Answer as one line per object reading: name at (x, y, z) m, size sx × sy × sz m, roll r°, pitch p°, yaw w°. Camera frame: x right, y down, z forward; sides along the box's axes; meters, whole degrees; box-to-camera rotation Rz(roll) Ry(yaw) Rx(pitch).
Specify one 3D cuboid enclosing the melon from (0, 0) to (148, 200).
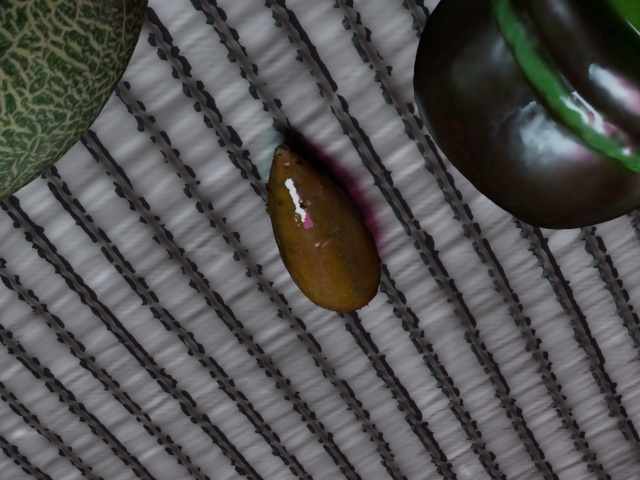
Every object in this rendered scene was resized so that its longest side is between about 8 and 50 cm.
melon at (-0.121, -0.065, 0.492) m, size 0.192 × 0.139 × 0.139 m, roll -14°, pitch 144°, yaw 18°

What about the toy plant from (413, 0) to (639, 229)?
toy plant at (0.103, -0.073, 0.549) m, size 0.093 × 0.092 × 0.162 m, roll 20°, pitch 135°, yaw -31°

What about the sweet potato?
sweet potato at (0.000, 0.000, 0.687) m, size 0.034 × 0.034 × 0.095 m, roll -15°, pitch 141°, yaw 15°
